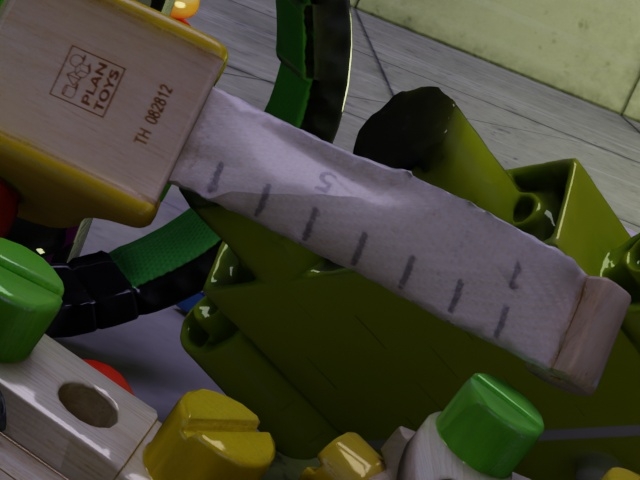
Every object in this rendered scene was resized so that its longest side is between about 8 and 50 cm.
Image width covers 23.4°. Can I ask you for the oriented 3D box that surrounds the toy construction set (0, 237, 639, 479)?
[{"bbox_3d":[-0.052,0.075,0.445,0.328,0.151,0.215,22,21,4],"label":"toy construction set"}]

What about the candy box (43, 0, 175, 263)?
[{"bbox_3d":[-0.163,-0.104,0.760,0.159,0.233,0.071,21,14,-5],"label":"candy box"}]

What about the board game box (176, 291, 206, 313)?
[{"bbox_3d":[0.045,0.053,0.883,0.160,0.047,0.210,32,17,33],"label":"board game box"}]

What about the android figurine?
[{"bbox_3d":[0.065,0.049,0.644,0.248,0.056,0.273,-8,-43,34],"label":"android figurine"}]

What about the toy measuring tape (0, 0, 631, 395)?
[{"bbox_3d":[-0.060,-0.029,0.530,0.330,0.121,0.121,25,14,-1],"label":"toy measuring tape"}]

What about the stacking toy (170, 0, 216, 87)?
[{"bbox_3d":[-0.139,-0.272,1.264,0.175,0.301,0.166,30,16,22],"label":"stacking toy"}]

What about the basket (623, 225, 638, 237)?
[{"bbox_3d":[0.185,0.054,0.981,0.167,0.103,0.113,32,17,34],"label":"basket"}]

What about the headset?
[{"bbox_3d":[-0.186,-0.077,0.668,0.394,0.243,0.185,-11,25,-21],"label":"headset"}]
